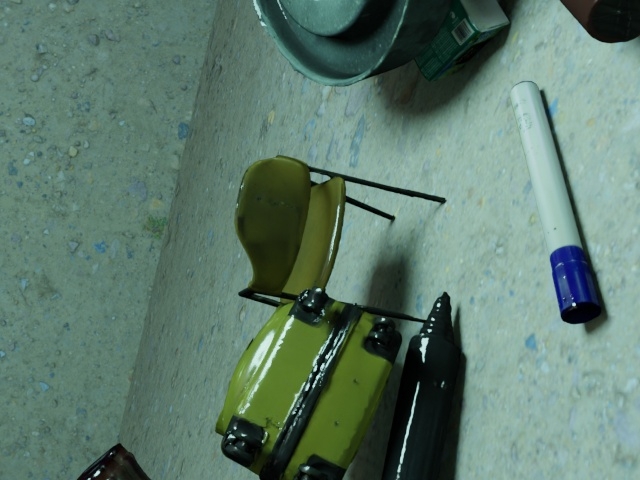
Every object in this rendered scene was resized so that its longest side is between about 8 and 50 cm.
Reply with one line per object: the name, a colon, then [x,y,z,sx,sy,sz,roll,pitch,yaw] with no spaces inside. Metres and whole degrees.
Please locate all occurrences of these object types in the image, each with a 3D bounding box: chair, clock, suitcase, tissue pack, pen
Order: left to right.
suitcase: [-0.015,0.157,0.863,0.235,0.143,0.194,88,-153,-74]
chair: [0.000,0.000,0.950,0.172,0.246,0.159,154,128,-66]
clock: [0.019,-0.373,0.972,0.386,0.076,0.386,37,136,46]
tissue pack: [0.157,-0.251,0.965,0.085,0.079,0.111,62,150,8]
pen: [0.204,-0.045,0.752,0.033,0.033,0.269,126,151,-45]

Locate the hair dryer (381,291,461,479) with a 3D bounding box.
hair dryer: [0.084,0.220,0.825,0.189,0.107,0.352,-37,35,62]

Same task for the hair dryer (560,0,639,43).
hair dryer: [0.277,-0.363,0.713,0.340,0.123,0.313,-51,33,27]

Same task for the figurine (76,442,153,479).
figurine: [-0.136,0.396,0.882,0.206,0.365,0.218,-55,4,-15]
